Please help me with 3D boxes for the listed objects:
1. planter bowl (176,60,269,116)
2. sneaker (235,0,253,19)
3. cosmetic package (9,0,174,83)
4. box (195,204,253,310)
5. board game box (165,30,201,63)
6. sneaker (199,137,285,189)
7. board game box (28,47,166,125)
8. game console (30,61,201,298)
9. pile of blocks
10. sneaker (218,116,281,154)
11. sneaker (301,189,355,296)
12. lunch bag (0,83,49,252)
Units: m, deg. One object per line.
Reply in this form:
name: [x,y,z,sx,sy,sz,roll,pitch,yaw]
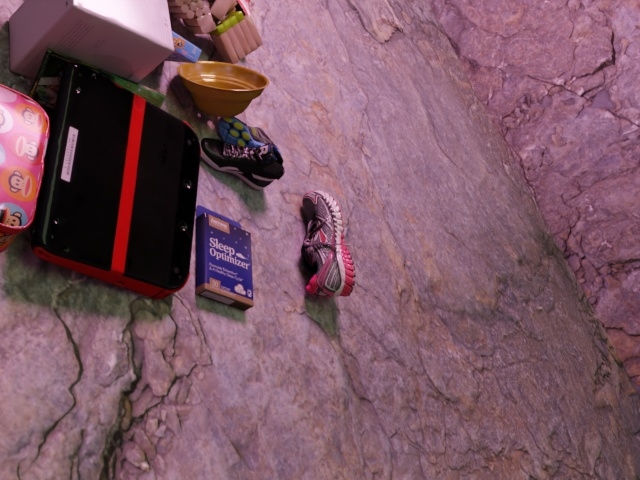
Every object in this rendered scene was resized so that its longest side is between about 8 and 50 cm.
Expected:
planter bowl: [-0.235,-0.350,1.817,0.217,0.090,0.217,9,28,-5]
sneaker: [-0.216,-0.641,2.088,0.145,0.090,0.270,-27,85,-54]
cosmetic package: [-0.449,-0.403,1.495,0.225,0.224,0.138,14,56,-48]
box: [-0.209,0.030,1.663,0.136,0.037,0.225,25,46,-41]
board game box: [-0.388,-0.460,1.687,0.212,0.160,0.039,27,86,-39]
sneaker: [-0.174,-0.206,1.799,0.217,0.121,0.079,27,46,-40]
board game box: [-0.439,-0.268,1.505,0.260,0.136,0.030,16,12,-47]
game console: [-0.372,-0.104,1.454,0.342,0.060,0.386,25,58,-46]
pile of blocks: [-0.305,-0.583,1.898,0.362,0.113,0.148,35,82,-38]
sneaker: [-0.179,-0.252,1.892,0.188,0.067,0.078,30,23,-35]
sneaker: [0.000,0.000,1.891,0.112,0.120,0.299,-2,55,-20]
lunch bag: [-0.586,-0.142,1.234,0.258,0.120,0.293,25,45,-36]
